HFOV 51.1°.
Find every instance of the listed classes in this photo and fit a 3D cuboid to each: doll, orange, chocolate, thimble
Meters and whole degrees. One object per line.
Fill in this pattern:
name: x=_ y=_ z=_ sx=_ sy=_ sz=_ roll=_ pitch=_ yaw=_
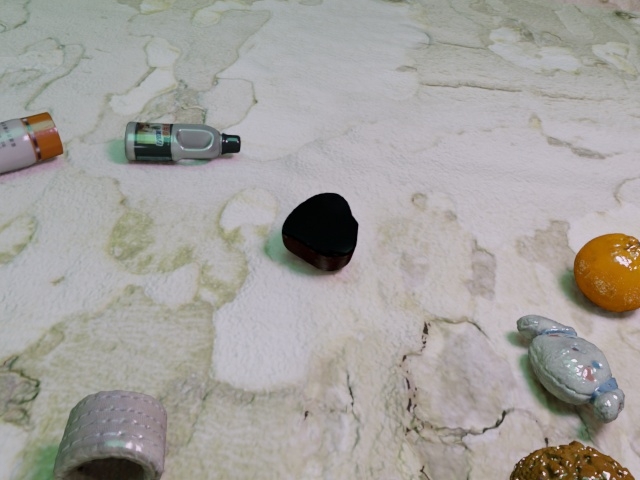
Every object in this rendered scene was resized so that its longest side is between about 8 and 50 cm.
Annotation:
doll: x=0.357 y=0.180 z=0.957 sx=0.104 sy=0.071 sz=0.214 roll=2 pitch=29 yaw=-20
orange: x=0.491 y=0.049 z=1.114 sx=0.136 sy=0.117 sz=0.135 roll=3 pitch=30 yaw=-2
chocolate: x=0.000 y=0.000 z=1.129 sx=0.125 sy=0.080 sz=0.148 roll=-15 pitch=48 yaw=-10
thimble: x=-0.234 y=0.233 z=0.759 sx=0.115 sy=0.102 sz=0.090 roll=-22 pitch=37 yaw=9

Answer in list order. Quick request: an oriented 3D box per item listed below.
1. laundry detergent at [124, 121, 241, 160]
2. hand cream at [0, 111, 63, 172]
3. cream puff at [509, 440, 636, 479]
laundry detergent: x=-0.274 y=-0.197 z=1.348 sx=0.226 sy=0.070 sz=0.099 roll=2 pitch=29 yaw=-9
hand cream: x=-0.635 y=-0.152 z=1.215 sx=0.314 sy=0.089 sz=0.139 roll=-19 pitch=43 yaw=-24
cream puff: x=0.293 y=0.300 z=0.747 sx=0.165 sy=0.115 sz=0.150 roll=19 pitch=42 yaw=14
